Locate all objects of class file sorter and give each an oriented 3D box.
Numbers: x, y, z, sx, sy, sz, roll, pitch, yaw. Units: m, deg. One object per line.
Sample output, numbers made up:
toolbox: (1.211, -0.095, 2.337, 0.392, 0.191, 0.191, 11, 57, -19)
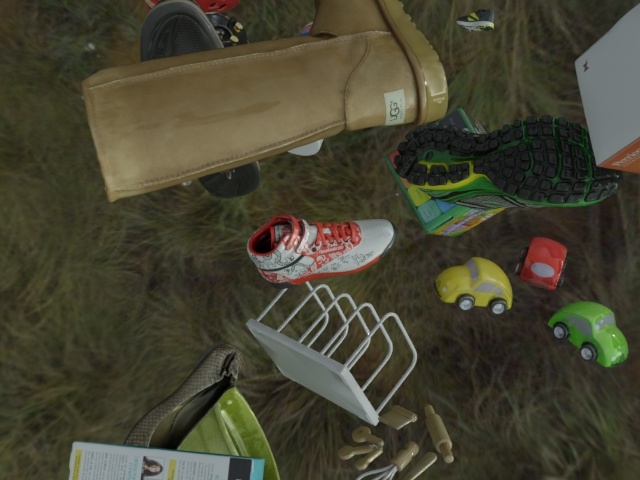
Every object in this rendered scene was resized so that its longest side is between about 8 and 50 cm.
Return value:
file sorter: (0.028, 0.212, 1.730, 0.278, 0.193, 0.173, 20, 61, 42)

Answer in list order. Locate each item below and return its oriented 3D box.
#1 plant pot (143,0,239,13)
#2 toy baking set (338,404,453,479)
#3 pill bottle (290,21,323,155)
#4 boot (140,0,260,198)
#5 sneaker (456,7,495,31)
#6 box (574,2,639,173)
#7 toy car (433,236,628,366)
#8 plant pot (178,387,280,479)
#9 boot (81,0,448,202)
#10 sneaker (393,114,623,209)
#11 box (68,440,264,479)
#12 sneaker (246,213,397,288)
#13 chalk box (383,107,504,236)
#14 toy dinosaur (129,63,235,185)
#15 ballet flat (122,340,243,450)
plant pot: (-0.278, -0.553, 1.740, 0.191, 0.174, 0.191, 25, 129, 35)
toy baking set: (0.135, 0.375, 1.461, 0.197, 0.256, 0.030, -24, 112, -2)
pill bottle: (-0.010, -0.264, 1.466, 0.124, 0.124, 0.221, 17, 64, 4)
boot: (-0.190, -0.290, 1.405, 0.138, 0.284, 0.377, -14, 136, 9)
sneaker: (0.261, -0.368, 1.398, 0.031, 0.083, 0.035, 17, 95, -38)
box: (0.544, -0.192, 1.084, 0.345, 0.215, 0.168, 6, 65, -22)
toy car: (0.290, 0.071, 1.046, 0.225, 0.239, 0.053, 40, 130, 37)
plant pot: (-0.256, 0.455, 1.711, 0.254, 0.276, 0.276, -27, 90, 4)
boot: (-0.061, -0.146, 0.692, 0.269, 0.236, 0.089, -14, 130, -11)
sneaker: (0.296, -0.111, 1.301, 0.343, 0.146, 0.134, 10, 79, 35)
box: (-0.199, 0.317, 1.073, 0.244, 0.060, 0.100, 3, 78, 12)
sneaker: (0.000, 0.001, 1.547, 0.270, 0.145, 0.090, -19, 55, 12)
chalk box: (0.255, -0.126, 1.627, 0.179, 0.289, 0.180, -32, 76, 20)
toy dinosaur: (-0.199, -0.151, 1.033, 0.200, 0.296, 0.127, 5, 101, -40)
ballet flat: (-0.197, 0.254, 1.209, 0.058, 0.084, 0.250, 32, 74, 36)
